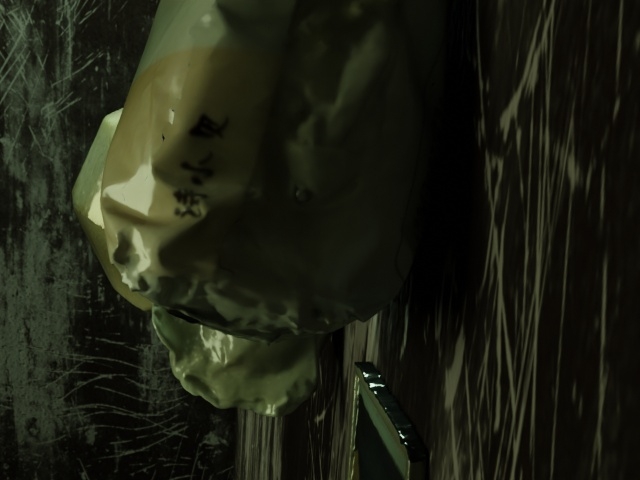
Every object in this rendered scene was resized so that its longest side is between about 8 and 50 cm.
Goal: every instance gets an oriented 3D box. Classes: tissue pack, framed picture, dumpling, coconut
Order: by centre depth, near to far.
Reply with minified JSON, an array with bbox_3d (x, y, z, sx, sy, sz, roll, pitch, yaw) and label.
[{"bbox_3d":[-0.016,-0.114,0.823,0.390,0.195,0.375,130,154,-80],"label":"tissue pack"},{"bbox_3d":[0.043,0.208,0.912,0.265,0.018,0.192,-130,43,-81],"label":"framed picture"},{"bbox_3d":[-0.079,0.052,1.255,0.147,0.193,0.258,95,177,-68],"label":"dumpling"},{"bbox_3d":[-0.204,-0.045,1.877,0.352,0.353,0.352,-178,90,-84],"label":"coconut"}]
